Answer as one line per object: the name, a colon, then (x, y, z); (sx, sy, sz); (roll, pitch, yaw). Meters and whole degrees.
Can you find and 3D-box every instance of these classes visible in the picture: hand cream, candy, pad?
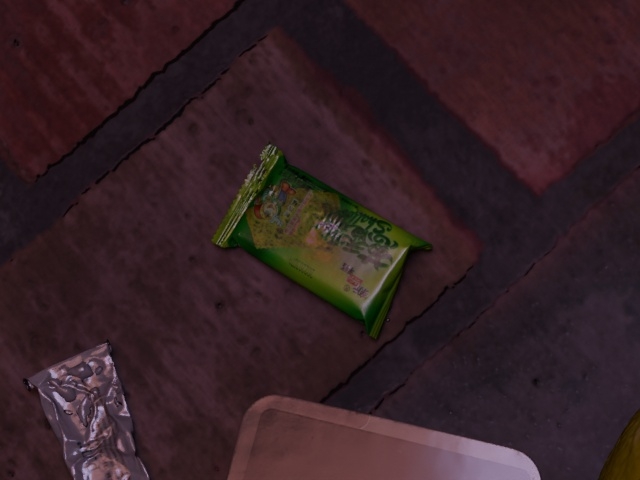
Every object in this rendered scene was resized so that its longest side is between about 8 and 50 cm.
hand cream: (-0.181, 0.214, 1.505); (0.084, 0.050, 0.257); (-23, 64, 5)
candy: (0.000, 0.000, 1.527); (0.178, 0.032, 0.102); (31, 84, 20)
pad: (0.042, 0.235, 1.467); (0.266, 0.002, 0.176); (11, 78, 17)

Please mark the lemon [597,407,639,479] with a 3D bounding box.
lemon: (0.347, 0.223, 1.216); (0.348, 0.348, 0.348); (-4, 74, 13)
